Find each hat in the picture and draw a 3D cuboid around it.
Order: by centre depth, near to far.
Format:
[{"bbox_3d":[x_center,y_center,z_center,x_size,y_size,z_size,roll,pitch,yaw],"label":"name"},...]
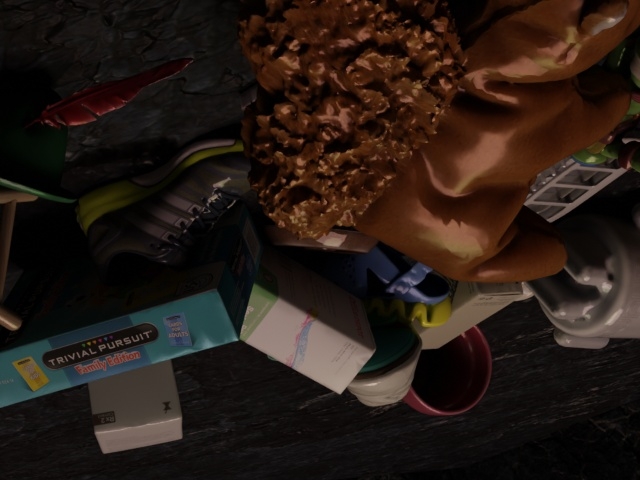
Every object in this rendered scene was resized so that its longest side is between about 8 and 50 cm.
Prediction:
[{"bbox_3d":[-0.285,-0.149,1.232,0.173,0.183,0.208,27,-175,40],"label":"hat"}]

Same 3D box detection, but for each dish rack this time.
[{"bbox_3d":[0.229,-0.097,1.628,0.333,0.072,0.285,-2,159,-26],"label":"dish rack"}]

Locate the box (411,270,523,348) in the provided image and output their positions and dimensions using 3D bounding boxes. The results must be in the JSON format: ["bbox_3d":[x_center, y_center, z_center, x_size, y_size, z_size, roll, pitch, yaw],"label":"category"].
[{"bbox_3d":[0.217,0.090,2.079,0.094,0.113,0.275,-1,156,-28],"label":"box"}]

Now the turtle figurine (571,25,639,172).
[{"bbox_3d":[0.382,-0.165,1.347,0.275,0.197,0.266,26,156,15],"label":"turtle figurine"}]

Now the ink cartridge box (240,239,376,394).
[{"bbox_3d":[-0.039,0.102,1.742,0.212,0.154,0.093,29,109,-19],"label":"ink cartridge box"}]

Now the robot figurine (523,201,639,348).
[{"bbox_3d":[0.491,0.061,2.023,0.354,0.199,0.300,3,130,-38],"label":"robot figurine"}]

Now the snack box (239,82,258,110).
[{"bbox_3d":[-0.008,-0.151,1.407,0.064,0.022,0.178,-28,155,35],"label":"snack box"}]

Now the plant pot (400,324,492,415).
[{"bbox_3d":[0.195,0.236,2.375,0.201,0.201,0.180,-1,172,-29],"label":"plant pot"}]

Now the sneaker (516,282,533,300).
[{"bbox_3d":[0.323,0.076,2.177,0.161,0.057,0.075,-10,166,1],"label":"sneaker"}]

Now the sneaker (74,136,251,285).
[{"bbox_3d":[-0.160,-0.032,1.496,0.300,0.121,0.111,-23,158,26],"label":"sneaker"}]

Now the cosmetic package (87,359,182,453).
[{"bbox_3d":[-0.330,0.276,2.196,0.151,0.151,0.183,-9,161,-10],"label":"cosmetic package"}]

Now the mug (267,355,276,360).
[{"bbox_3d":[-0.030,0.138,2.078,0.130,0.097,0.158,-18,160,15],"label":"mug"}]

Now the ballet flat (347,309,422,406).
[{"bbox_3d":[0.093,0.183,1.943,0.139,0.139,0.400,-14,-165,5],"label":"ballet flat"}]

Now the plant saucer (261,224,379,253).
[{"bbox_3d":[0.000,0.000,1.724,0.169,0.029,0.168,6,177,0],"label":"plant saucer"}]

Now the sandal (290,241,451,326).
[{"bbox_3d":[0.057,0.044,1.886,0.318,0.126,0.138,2,120,-17],"label":"sandal"}]

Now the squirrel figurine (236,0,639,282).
[{"bbox_3d":[0.122,-0.155,1.127,0.397,0.281,0.370,-4,153,-28],"label":"squirrel figurine"}]

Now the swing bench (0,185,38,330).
[{"bbox_3d":[-0.472,0.000,1.260,0.253,0.165,0.255,-5,165,36],"label":"swing bench"}]

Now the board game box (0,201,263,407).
[{"bbox_3d":[-0.255,0.079,1.593,0.336,0.079,0.253,-16,-157,12],"label":"board game box"}]
